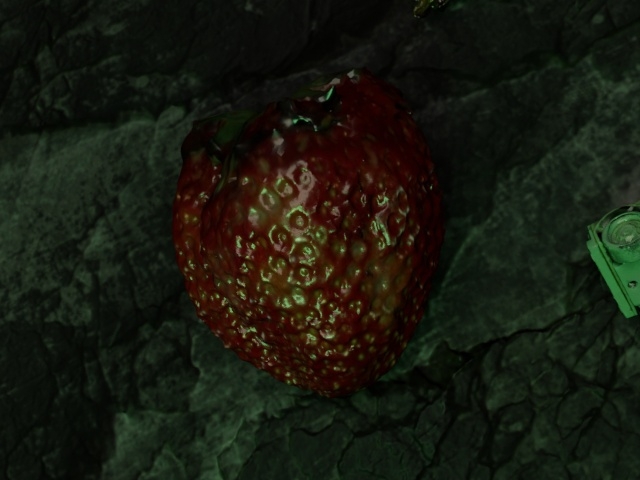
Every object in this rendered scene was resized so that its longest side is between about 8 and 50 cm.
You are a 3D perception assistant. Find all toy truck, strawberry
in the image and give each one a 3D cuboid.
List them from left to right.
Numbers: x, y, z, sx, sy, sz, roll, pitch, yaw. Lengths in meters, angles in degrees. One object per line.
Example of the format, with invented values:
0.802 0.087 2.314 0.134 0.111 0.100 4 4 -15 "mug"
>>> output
0.000 0.000 1.479 0.239 0.250 0.288 -20 93 -23 "strawberry"
0.366 -0.032 1.429 0.260 0.128 0.135 -28 38 9 "toy truck"

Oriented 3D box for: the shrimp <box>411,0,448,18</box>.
0.132 -0.303 1.597 0.101 0.042 0.190 17 75 22 "shrimp"
